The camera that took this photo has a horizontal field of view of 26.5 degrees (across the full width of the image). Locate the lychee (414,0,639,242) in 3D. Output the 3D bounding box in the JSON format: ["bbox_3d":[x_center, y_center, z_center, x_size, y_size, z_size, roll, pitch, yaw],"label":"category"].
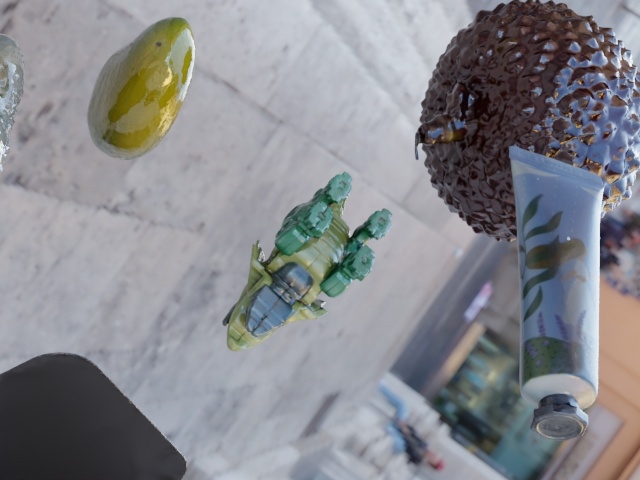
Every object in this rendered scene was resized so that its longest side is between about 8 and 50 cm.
[{"bbox_3d":[0.225,-0.127,1.462,0.300,0.264,0.264,-10,141,-35],"label":"lychee"}]

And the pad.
[{"bbox_3d":[-0.241,0.176,0.954,0.267,0.004,0.181,-26,134,9],"label":"pad"}]

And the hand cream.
[{"bbox_3d":[0.191,0.034,1.104,0.058,0.091,0.271,119,-16,-51],"label":"hand cream"}]

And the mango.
[{"bbox_3d":[-0.187,-0.150,1.390,0.191,0.085,0.122,-36,-147,63],"label":"mango"}]

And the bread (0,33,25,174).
[{"bbox_3d":[-0.351,-0.119,1.287,0.183,0.102,0.337,-65,-158,-2],"label":"bread"}]

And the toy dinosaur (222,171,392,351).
[{"bbox_3d":[0.000,0.000,1.271,0.153,0.094,0.259,-36,-167,41],"label":"toy dinosaur"}]
